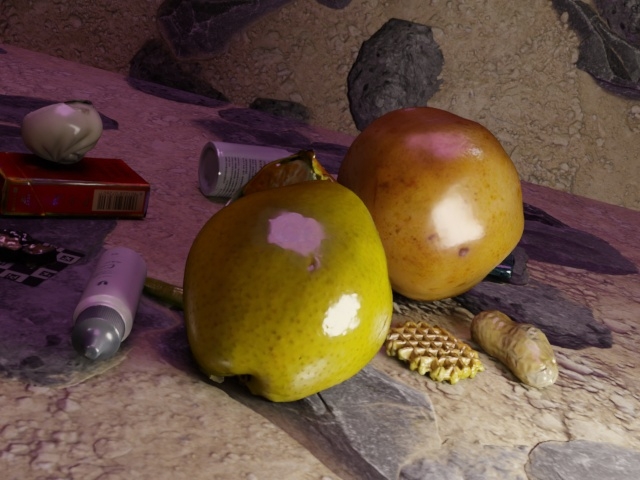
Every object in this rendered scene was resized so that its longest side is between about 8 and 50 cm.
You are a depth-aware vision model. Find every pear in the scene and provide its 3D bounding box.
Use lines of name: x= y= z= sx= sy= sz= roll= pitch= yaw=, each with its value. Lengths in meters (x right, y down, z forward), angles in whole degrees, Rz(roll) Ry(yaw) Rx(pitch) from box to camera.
pear: x=-0.038 y=0.041 z=1.222 sx=0.341 sy=0.191 sz=0.386 roll=21 pitch=53 yaw=5

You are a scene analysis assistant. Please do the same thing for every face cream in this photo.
face cream: x=-0.132 y=-0.179 z=2.122 sx=0.370 sy=0.145 sz=0.145 roll=2 pitch=21 yaw=-32
face cream: x=-0.333 y=0.104 z=1.242 sx=0.092 sy=0.092 sz=0.311 roll=10 pitch=19 yaw=-10

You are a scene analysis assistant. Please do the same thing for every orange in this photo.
orange: x=-0.051 y=-0.010 z=1.529 sx=0.334 sy=0.262 sz=0.196 roll=42 pitch=-11 yaw=29

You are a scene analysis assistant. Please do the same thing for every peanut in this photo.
peanut: x=0.361 y=0.197 z=1.469 sx=0.100 sy=0.099 sz=0.214 roll=1 pitch=16 yaw=-32

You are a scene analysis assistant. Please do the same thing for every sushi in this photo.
sushi: x=-0.565 y=0.002 z=1.440 sx=0.215 sy=0.050 sz=0.192 roll=16 pitch=19 yaw=6

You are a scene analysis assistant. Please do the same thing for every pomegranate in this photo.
pomegranate: x=0.233 y=-0.078 z=1.654 sx=0.417 sy=0.416 sz=0.416 roll=12 pitch=18 yaw=-4

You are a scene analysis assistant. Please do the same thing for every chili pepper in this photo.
chili pepper: x=-0.265 y=0.092 z=1.402 sx=0.208 sy=0.043 sz=0.049 roll=17 pitch=31 yaw=13

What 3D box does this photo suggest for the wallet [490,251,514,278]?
wallet: x=0.308 y=0.016 z=2.016 sx=0.379 sy=0.046 sz=0.191 roll=16 pitch=18 yaw=10

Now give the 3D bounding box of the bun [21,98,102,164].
bun: x=-0.560 y=-0.227 z=1.725 sx=0.173 sy=0.119 sz=0.173 roll=-16 pitch=-1 yaw=0

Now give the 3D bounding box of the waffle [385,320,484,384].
waffle: x=0.199 y=0.197 z=1.421 sx=0.191 sy=0.038 sz=0.191 roll=12 pitch=19 yaw=-4

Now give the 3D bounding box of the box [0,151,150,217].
box: x=-0.562 y=-0.122 z=1.746 sx=0.314 sy=0.089 sz=0.197 roll=1 pitch=23 yaw=-35
